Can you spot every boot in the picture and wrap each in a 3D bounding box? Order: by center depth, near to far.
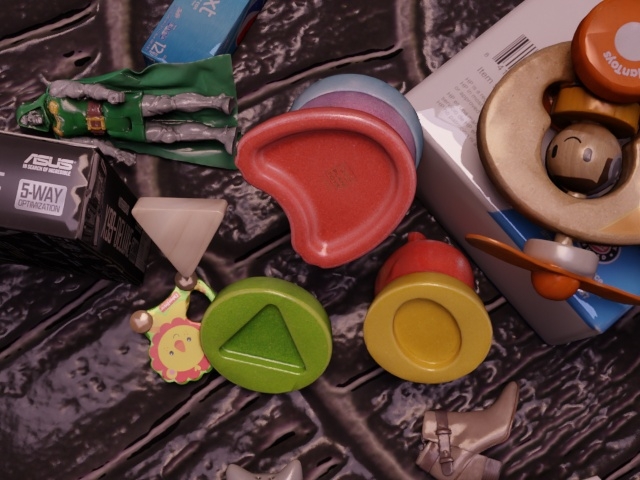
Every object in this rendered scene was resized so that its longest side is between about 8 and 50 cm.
[{"bbox_3d":[0.147,0.189,0.901,0.087,0.042,0.118,15,69,9],"label":"boot"}]

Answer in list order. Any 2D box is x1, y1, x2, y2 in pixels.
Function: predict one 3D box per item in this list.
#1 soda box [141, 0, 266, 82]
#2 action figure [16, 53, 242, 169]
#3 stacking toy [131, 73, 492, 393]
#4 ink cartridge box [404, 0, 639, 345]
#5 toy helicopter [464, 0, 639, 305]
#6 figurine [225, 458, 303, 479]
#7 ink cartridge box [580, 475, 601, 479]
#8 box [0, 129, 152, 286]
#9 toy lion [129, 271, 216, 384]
[{"bbox_3d":[-0.109,-0.260,0.977,0.071,0.067,0.210,29,77,3],"label":"soda box"},{"bbox_3d":[-0.203,-0.128,0.928,0.232,0.137,0.063,2,34,6],"label":"action figure"},{"bbox_3d":[0.000,0.000,0.865,0.280,0.130,0.309,-15,119,18],"label":"stacking toy"},{"bbox_3d":[0.306,-0.127,0.916,0.395,0.166,0.285,-39,82,-10],"label":"ink cartridge box"},{"bbox_3d":[0.277,-0.010,0.739,0.355,0.140,0.235,42,82,3],"label":"toy helicopter"},{"bbox_3d":[-0.098,0.310,0.807,0.215,0.092,0.209,-10,88,-1],"label":"figurine"},{"bbox_3d":[0.160,0.350,0.780,0.273,0.114,0.198,-14,39,-6],"label":"ink cartridge box"},{"bbox_3d":[-0.292,-0.030,0.792,0.243,0.307,0.076,10,81,0],"label":"box"},{"bbox_3d":[-0.140,0.093,0.914,0.096,0.034,0.100,45,78,0],"label":"toy lion"}]
